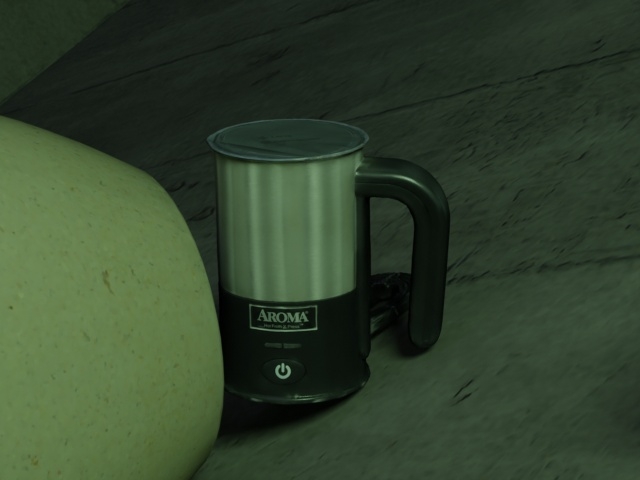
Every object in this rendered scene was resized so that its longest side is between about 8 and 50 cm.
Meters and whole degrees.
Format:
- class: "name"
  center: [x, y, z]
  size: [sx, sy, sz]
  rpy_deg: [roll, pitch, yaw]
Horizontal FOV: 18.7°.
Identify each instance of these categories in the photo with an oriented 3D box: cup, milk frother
- class: "cup"
  center: [-0.190, 0.062, 0.998]
  size: [0.237, 0.331, 0.331]
  rpy_deg: [-12, 8, -26]
- class: "milk frother"
  center: [0.000, 0.000, 1.051]
  size: [0.129, 0.135, 0.143]
  rpy_deg: [-3, 18, -11]
